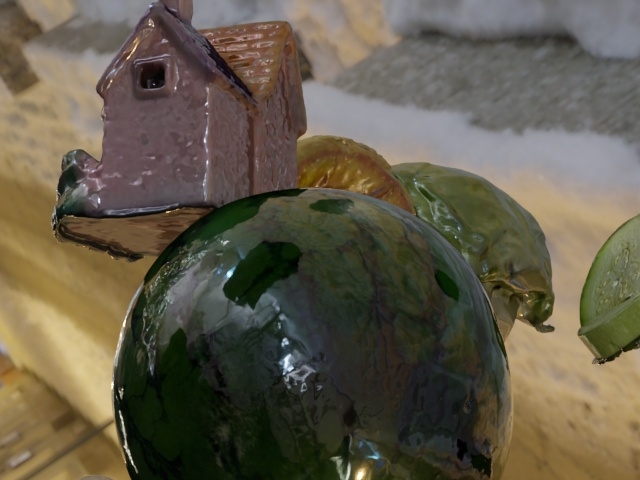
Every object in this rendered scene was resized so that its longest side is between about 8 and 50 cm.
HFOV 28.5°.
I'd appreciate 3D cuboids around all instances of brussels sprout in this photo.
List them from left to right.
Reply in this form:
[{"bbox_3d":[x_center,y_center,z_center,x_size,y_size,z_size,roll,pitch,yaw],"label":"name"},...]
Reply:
[{"bbox_3d":[0.150,0.046,2.078,0.361,0.425,0.342,57,142,42],"label":"brussels sprout"}]

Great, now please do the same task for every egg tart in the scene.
[{"bbox_3d":[0.000,0.000,1.663,0.116,0.295,0.295,-7,117,54],"label":"egg tart"}]

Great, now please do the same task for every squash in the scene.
[{"bbox_3d":[0.443,0.074,1.794,0.133,0.220,0.220,46,165,0],"label":"squash"}]

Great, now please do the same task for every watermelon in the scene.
[{"bbox_3d":[-0.006,0.120,1.035,0.363,0.363,0.363,51,164,21],"label":"watermelon"}]

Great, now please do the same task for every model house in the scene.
[{"bbox_3d":[-0.144,-0.112,1.230,0.237,0.202,0.237,26,-117,-65],"label":"model house"}]

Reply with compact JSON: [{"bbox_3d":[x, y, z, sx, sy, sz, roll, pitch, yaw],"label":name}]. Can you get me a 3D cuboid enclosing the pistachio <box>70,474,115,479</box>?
[{"bbox_3d":[-0.272,0.420,1.276,0.445,0.365,0.281,6,157,41],"label":"pistachio"}]
